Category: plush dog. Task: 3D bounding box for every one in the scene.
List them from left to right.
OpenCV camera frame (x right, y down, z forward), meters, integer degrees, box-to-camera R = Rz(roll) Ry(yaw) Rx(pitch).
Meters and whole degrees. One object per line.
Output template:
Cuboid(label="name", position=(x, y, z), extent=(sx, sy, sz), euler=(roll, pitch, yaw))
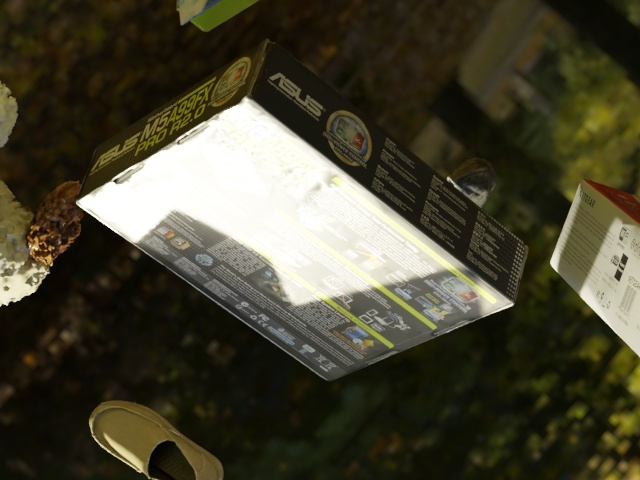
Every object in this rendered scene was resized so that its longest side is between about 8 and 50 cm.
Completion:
Cuboid(label="plush dog", position=(-0.340, -0.014, 1.736), extent=(0.262, 0.225, 0.210), euler=(-14, -125, 43))

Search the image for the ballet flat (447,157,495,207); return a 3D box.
Cuboid(label="ballet flat", position=(0.124, -0.024, 1.889), extent=(0.049, 0.057, 0.173), euler=(-14, 149, -24))

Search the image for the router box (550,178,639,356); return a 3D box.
Cuboid(label="router box", position=(0.362, 0.063, 1.495), extent=(0.335, 0.301, 0.082), euler=(-118, -133, -76))

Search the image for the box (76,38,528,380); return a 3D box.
Cuboid(label="box", position=(-0.014, -0.013, 1.449), extent=(0.216, 0.270, 0.060), euler=(-28, -145, 44))

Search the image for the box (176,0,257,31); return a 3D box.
Cuboid(label="box", position=(-0.065, -0.241, 1.475), extent=(0.109, 0.042, 0.178), euler=(-30, -133, 21))

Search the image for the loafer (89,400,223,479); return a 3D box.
Cuboid(label="loafer", position=(-0.164, 0.202, 1.888), extent=(0.056, 0.148, 0.050), euler=(-66, 167, 4))
